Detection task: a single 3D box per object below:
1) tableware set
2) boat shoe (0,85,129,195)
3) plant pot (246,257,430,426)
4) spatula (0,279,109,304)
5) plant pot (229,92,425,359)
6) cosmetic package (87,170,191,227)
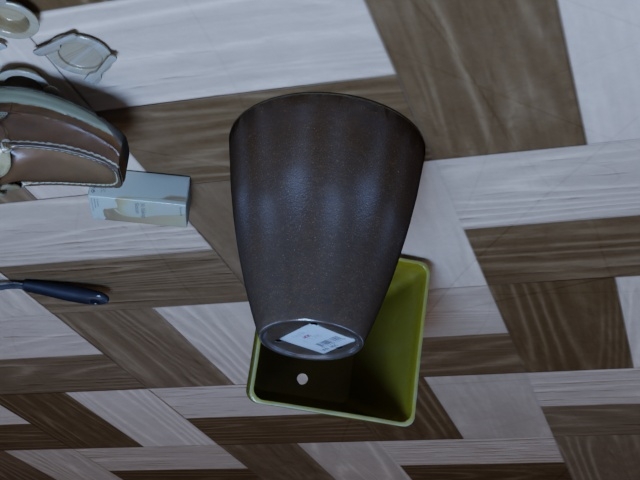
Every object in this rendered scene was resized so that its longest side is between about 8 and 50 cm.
[{"bbox_3d":[-0.294,-0.185,1.117,0.141,0.020,0.168,-18,146,37],"label":"tableware set"},{"bbox_3d":[-0.361,-0.088,1.175,0.324,0.120,0.122,10,154,4],"label":"boat shoe"},{"bbox_3d":[0.003,0.131,1.512,0.212,0.212,0.187,11,165,-14],"label":"plant pot"},{"bbox_3d":[-0.446,0.071,1.634,0.296,0.030,0.084,2,151,5],"label":"spatula"},{"bbox_3d":[0.000,0.000,1.205,0.215,0.230,0.215,3,153,2],"label":"plant pot"},{"bbox_3d":[-0.211,-0.050,1.348,0.115,0.041,0.060,5,153,-1],"label":"cosmetic package"}]
